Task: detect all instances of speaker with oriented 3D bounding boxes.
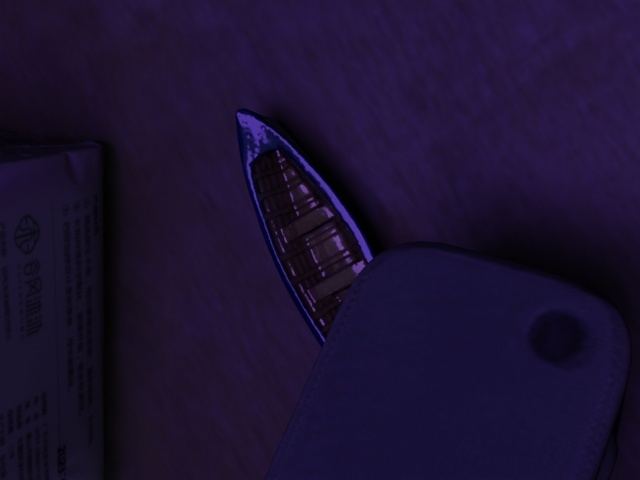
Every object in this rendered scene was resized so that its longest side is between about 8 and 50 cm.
[{"bbox_3d":[0.056,0.223,0.680,0.183,0.184,0.406,16,68,22],"label":"speaker"}]

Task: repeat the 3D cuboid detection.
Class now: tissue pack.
[{"bbox_3d":[-0.309,0.099,0.894,0.194,0.266,0.356,8,103,24],"label":"tissue pack"}]

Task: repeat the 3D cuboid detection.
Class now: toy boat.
[{"bbox_3d":[0.000,0.000,0.846,0.080,0.046,0.229,-30,87,29],"label":"toy boat"}]
